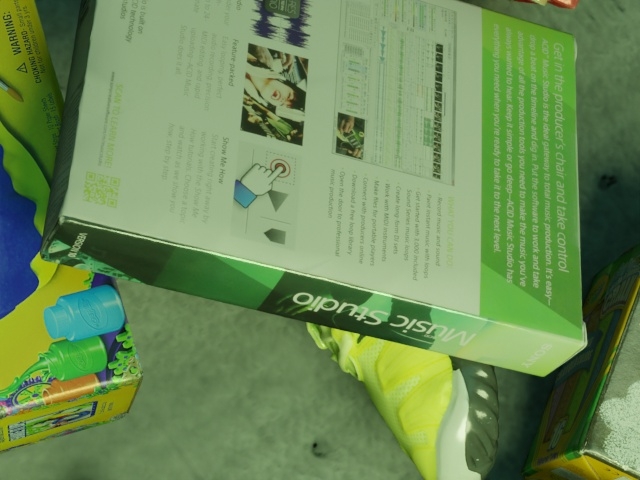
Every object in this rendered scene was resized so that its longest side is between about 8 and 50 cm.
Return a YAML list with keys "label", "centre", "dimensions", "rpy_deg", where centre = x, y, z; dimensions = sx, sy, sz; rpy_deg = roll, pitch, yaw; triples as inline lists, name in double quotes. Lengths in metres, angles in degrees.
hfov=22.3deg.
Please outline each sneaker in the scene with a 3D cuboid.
- label: "sneaker"
  centre: [0.000, 0.000, 1.083]
  dimensions: [0.147, 0.145, 0.385]
  rpy_deg: [-23, 71, -8]

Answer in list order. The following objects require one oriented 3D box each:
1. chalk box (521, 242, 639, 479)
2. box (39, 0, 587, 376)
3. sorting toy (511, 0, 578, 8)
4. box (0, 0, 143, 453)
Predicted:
- label: "chalk box"
  centre: [0.246, 0.083, 1.103]
  dimensions: [0.132, 0.132, 0.213]
  rpy_deg: [26, 72, -3]
- label: "box"
  centre: [0.006, -0.061, 0.979]
  dimensions: [0.322, 0.058, 0.232]
  rpy_deg: [14, 58, -16]
- label: "sorting toy"
  centre: [0.069, -0.239, 1.095]
  dimensions: [0.255, 0.257, 0.089]
  rpy_deg: [22, 98, -9]
- label: "box"
  centre: [-0.285, -0.001, 0.996]
  dimensions: [0.279, 0.177, 0.290]
  rpy_deg: [-16, 79, -13]
